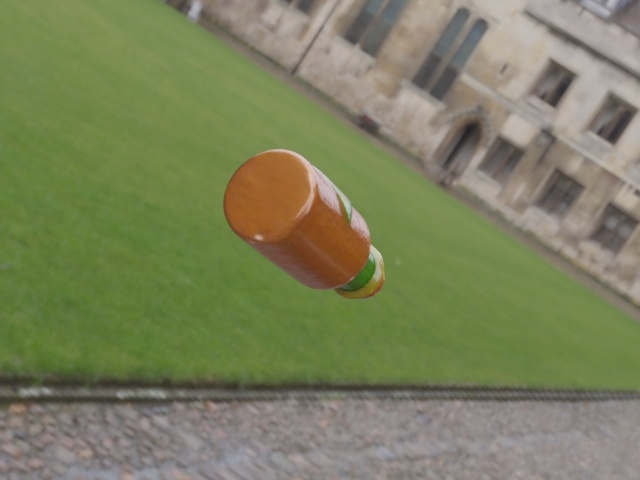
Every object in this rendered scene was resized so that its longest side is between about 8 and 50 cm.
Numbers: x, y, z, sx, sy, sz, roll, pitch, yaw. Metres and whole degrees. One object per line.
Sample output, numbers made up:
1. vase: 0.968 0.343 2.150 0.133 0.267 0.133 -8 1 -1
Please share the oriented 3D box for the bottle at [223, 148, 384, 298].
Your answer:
1. bottle: 0.000 0.000 0.824 0.069 0.069 0.187 37 -3 29
